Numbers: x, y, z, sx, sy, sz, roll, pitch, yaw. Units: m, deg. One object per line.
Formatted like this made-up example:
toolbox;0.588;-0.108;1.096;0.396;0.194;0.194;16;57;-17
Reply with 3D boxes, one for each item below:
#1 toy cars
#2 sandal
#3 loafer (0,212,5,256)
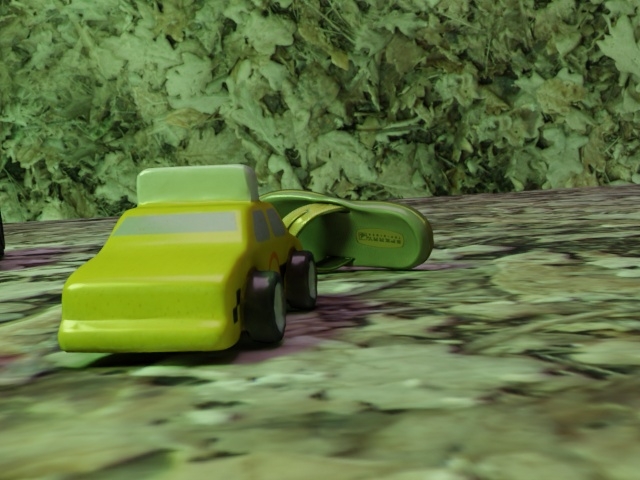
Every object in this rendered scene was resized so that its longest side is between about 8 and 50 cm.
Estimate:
toy cars;-0.144;0.013;0.358;0.393;0.087;0.176;-7;6;-39
sandal;0.000;0.000;0.631;0.180;0.072;0.049;3;29;26
loafer;-0.425;-0.020;0.917;0.095;0.109;0.302;-9;9;-19
